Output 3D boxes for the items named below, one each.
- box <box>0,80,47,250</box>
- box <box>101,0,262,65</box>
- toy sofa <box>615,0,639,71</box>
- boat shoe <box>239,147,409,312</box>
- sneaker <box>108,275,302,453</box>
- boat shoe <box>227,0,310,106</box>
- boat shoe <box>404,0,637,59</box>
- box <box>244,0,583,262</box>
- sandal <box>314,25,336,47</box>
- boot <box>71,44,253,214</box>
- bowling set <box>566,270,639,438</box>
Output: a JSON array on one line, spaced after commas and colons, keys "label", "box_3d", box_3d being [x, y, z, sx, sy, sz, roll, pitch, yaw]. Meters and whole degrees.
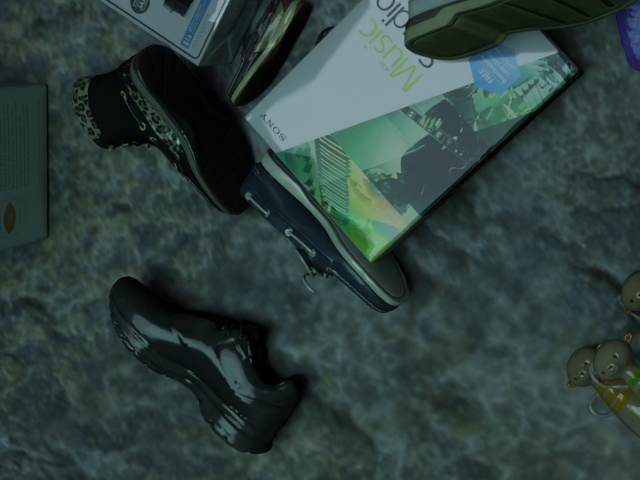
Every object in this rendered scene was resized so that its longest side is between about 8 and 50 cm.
[{"label": "box", "box_3d": [-0.510, -0.087, 1.808, 0.168, 0.345, 0.215, 7, 101, 24]}, {"label": "box", "box_3d": [-0.205, -0.355, 1.760, 0.290, 0.087, 0.169, 36, 112, 16]}, {"label": "toy sofa", "box_3d": [0.332, -0.352, 1.471, 0.177, 0.150, 0.362, -18, 91, 26]}, {"label": "boat shoe", "box_3d": [0.000, 0.000, 1.720, 0.254, 0.095, 0.079, 45, 113, 13]}, {"label": "sneaker", "box_3d": [-0.140, 0.133, 1.817, 0.286, 0.109, 0.130, 41, 107, 4]}, {"label": "boat shoe", "box_3d": [-0.069, -0.232, 1.739, 0.049, 0.056, 0.152, 40, 104, 19]}, {"label": "boat shoe", "box_3d": [0.202, -0.270, 1.466, 0.302, 0.113, 0.103, -9, 70, 45]}, {"label": "box", "box_3d": [0.101, -0.164, 1.638, 0.322, 0.058, 0.232, -44, 79, 16]}, {"label": "sandal", "box_3d": [0.008, -0.165, 1.724, 0.067, 0.040, 0.179, 15, 91, 17]}, {"label": "boot", "box_3d": [-0.197, -0.128, 1.802, 0.179, 0.085, 0.236, -7, 123, 49]}, {"label": "bowling set", "box_3d": [0.365, 0.098, 1.513, 0.154, 0.200, 0.287, 38, 109, 16]}]
